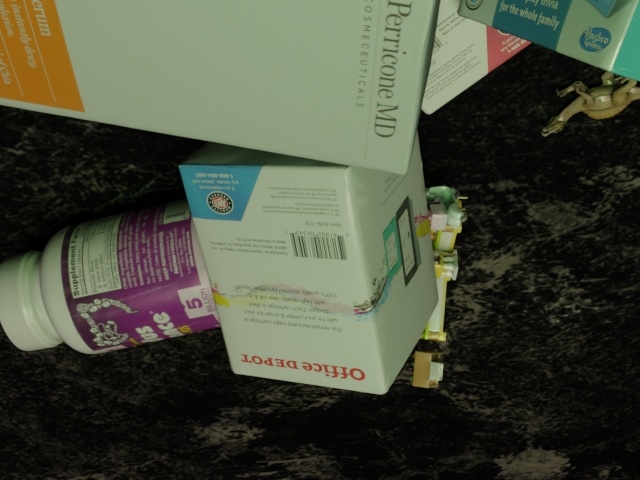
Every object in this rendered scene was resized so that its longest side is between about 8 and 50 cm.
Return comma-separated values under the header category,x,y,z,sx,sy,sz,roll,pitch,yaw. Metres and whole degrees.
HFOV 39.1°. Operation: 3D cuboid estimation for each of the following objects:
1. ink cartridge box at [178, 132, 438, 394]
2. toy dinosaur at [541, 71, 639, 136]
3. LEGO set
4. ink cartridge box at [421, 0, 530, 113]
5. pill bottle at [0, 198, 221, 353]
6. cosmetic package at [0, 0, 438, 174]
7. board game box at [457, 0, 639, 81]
category,x,y,z,sx,sy,sz,roll,pitch,yaw
ink cartridge box,0.000,0.000,1.012,0.198,0.197,0.270,4,120,26
toy dinosaur,0.346,-0.175,1.059,0.183,0.053,0.092,-11,146,16
LEGO set,0.119,0.052,1.179,0.107,0.132,0.287,5,119,2
ink cartridge box,0.102,-0.273,0.919,0.172,0.100,0.237,-34,124,23
pill bottle,-0.241,0.050,1.131,0.302,0.169,0.169,-13,130,8
cosmetic package,-0.122,-0.223,0.808,0.453,0.161,0.230,10,144,6
board game box,0.248,-0.315,0.720,0.079,0.254,0.336,9,109,-23
